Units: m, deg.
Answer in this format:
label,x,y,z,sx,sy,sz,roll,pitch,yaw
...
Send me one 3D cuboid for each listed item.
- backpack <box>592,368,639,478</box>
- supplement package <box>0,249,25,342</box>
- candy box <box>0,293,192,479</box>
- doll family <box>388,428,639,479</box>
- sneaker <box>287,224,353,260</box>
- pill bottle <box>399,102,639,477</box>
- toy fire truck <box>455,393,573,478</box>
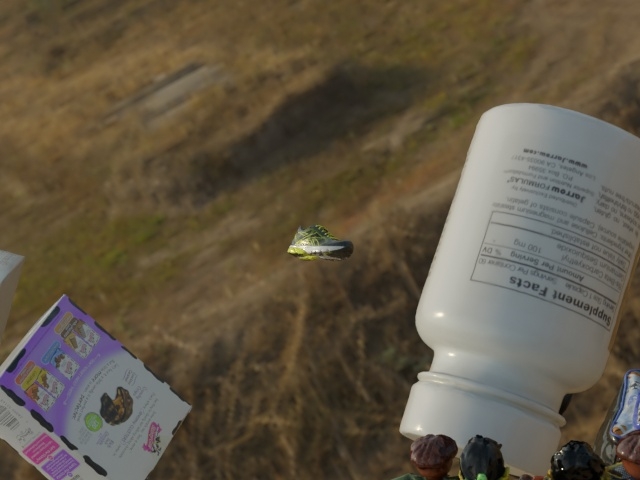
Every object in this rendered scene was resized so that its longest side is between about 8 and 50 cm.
label,x,y,z,sx,sy,sz,roll,pitch,yaw
backpack,0.517,0.289,1.978,0.276,0.263,0.213,-50,-15,-58
supplement package,-0.536,0.090,1.820,0.263,0.198,0.199,17,9,-5
candy box,-0.259,0.184,1.593,0.070,0.196,0.165,-40,12,36
doll family,0.124,0.148,0.787,0.193,0.111,0.076,-5,16,14
sneaker,0.000,0.000,1.451,0.083,0.031,0.035,0,73,43
pill bottle,0.136,0.036,0.972,0.131,0.131,0.229,4,72,56
toy fire truck,0.196,0.116,1.668,0.217,0.159,0.246,-63,5,18
